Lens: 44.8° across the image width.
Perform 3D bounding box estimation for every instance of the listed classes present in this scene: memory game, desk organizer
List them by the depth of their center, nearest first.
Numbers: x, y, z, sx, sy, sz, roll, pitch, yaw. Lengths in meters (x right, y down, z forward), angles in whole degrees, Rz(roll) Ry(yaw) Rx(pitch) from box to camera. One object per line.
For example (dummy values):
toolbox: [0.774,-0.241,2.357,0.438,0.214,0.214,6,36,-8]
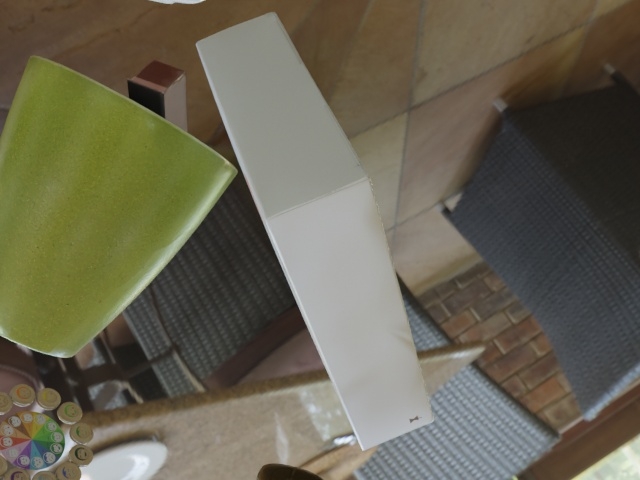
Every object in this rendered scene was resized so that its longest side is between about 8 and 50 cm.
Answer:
desk organizer: [-0.186,-0.139,0.903,0.130,0.047,0.050,98,18,-47]
memory game: [-0.421,0.288,1.139,0.186,0.186,0.012,-5,141,-47]

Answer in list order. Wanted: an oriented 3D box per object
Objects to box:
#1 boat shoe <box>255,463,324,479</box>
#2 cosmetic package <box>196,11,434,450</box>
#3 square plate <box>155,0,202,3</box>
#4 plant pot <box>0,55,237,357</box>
boat shoe: [-0.008,0.300,0.624,0.109,0.302,0.098,20,100,-21]
cosmetic package: [0.000,0.000,0.807,0.097,0.284,0.377,-24,135,-4]
square plate: [-0.439,-0.521,1.480,0.347,0.344,0.049,-4,118,-47]
plant pot: [-0.290,-0.021,0.932,0.293,0.275,0.275,-62,154,-4]
